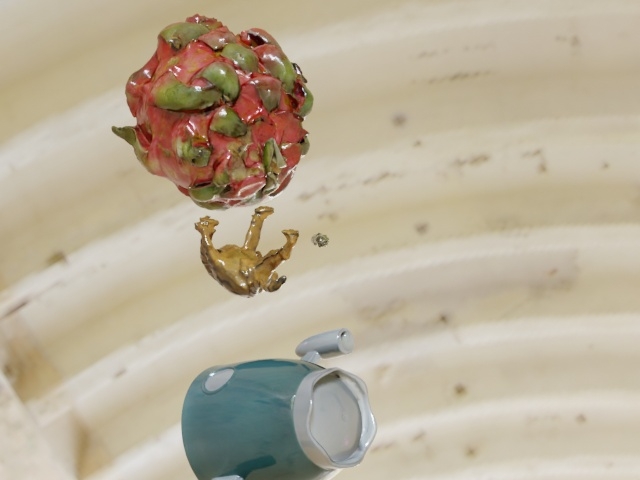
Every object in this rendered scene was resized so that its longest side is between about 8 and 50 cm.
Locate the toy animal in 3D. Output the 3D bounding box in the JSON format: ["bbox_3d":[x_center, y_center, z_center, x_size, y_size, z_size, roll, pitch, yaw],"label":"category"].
[{"bbox_3d":[-0.090,0.034,1.866,0.255,0.114,0.116,-137,-137,-74],"label":"toy animal"}]

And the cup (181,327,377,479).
[{"bbox_3d":[-0.037,0.203,1.688,0.173,0.299,0.167,-15,-59,41],"label":"cup"}]

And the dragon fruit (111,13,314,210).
[{"bbox_3d":[-0.137,-0.180,2.100,0.231,0.237,0.302,22,39,-35],"label":"dragon fruit"}]

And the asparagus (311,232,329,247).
[{"bbox_3d":[0.000,0.000,1.822,0.015,0.018,0.127,46,-2,-3],"label":"asparagus"}]
